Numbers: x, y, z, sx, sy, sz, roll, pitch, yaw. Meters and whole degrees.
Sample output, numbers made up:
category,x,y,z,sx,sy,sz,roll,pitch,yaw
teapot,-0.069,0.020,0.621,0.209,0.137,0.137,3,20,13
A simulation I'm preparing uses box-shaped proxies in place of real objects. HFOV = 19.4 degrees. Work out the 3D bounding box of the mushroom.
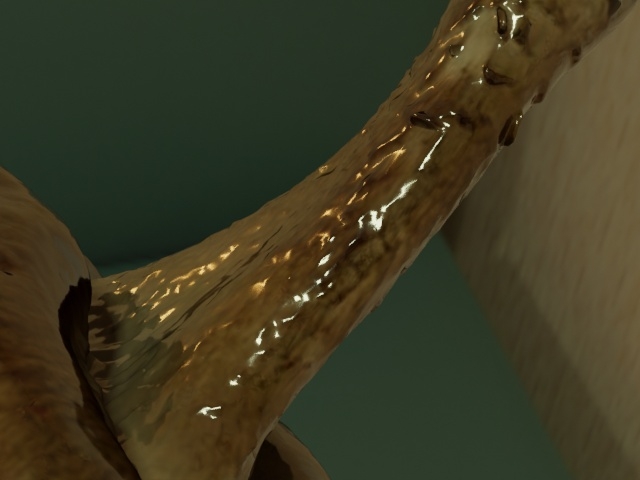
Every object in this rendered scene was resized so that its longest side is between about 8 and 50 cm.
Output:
category,x,y,z,sx,sy,sz,roll,pitch,yaw
mushroom,0.000,0.000,0.427,0.217,0.148,0.227,-42,33,5
